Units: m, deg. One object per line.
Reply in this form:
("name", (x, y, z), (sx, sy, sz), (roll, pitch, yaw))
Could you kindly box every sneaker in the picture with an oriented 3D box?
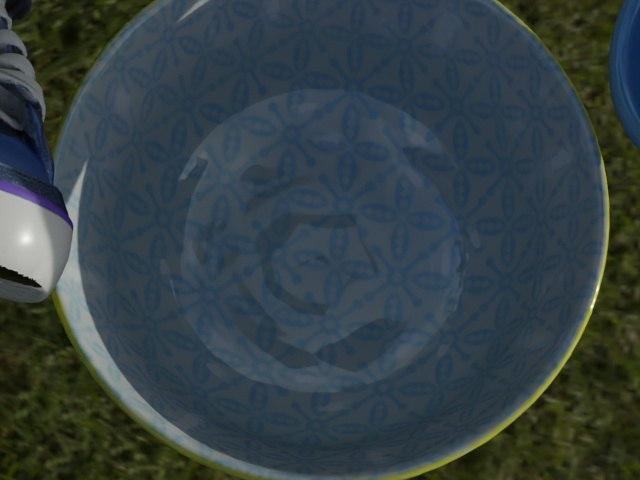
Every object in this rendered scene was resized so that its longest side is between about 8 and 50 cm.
("sneaker", (-0.184, -0.110, 0.706), (0.130, 0.322, 0.236), (20, 85, -34))

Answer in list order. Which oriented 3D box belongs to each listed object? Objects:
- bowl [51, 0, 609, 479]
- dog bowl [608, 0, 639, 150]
("bowl", (0.000, 0.000, 0.849), (0.289, 0.156, 0.290), (1, 76, -2))
("dog bowl", (0.246, -0.058, 0.669), (0.074, 0.297, 0.166), (21, 101, -43))
